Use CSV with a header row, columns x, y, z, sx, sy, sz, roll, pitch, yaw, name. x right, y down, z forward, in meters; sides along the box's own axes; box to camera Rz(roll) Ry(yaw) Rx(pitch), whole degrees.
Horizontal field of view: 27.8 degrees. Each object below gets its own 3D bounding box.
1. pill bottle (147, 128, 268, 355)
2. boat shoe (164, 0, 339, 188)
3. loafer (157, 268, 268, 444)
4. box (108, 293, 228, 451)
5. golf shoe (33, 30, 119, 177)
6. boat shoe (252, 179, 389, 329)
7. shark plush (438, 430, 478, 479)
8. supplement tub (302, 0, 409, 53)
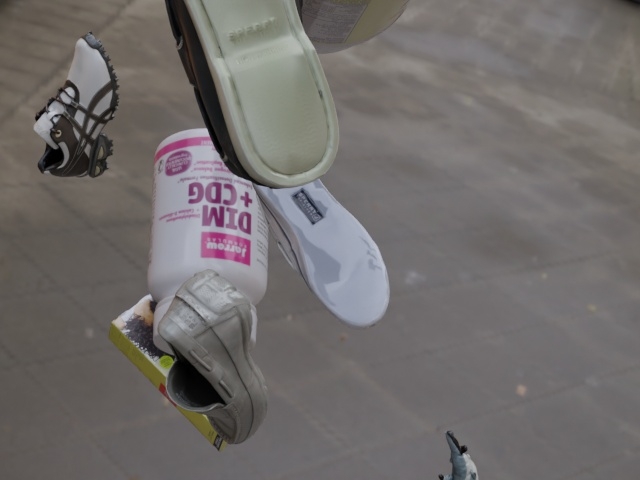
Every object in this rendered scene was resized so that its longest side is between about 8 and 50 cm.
x,y,z,sx,sy,sz,roll,pitch,yaw,name
-0.150,0.007,1.739,0.160,0.160,0.283,9,64,-19,pill bottle
-0.073,-0.205,1.073,0.127,0.340,0.113,-19,3,-23,boat shoe
-0.134,0.157,1.526,0.112,0.319,0.111,36,64,28,loafer
-0.190,0.182,1.818,0.232,0.058,0.087,43,58,11,box
-0.302,-0.158,1.580,0.094,0.198,0.077,-14,39,-32,golf shoe
0.000,0.000,1.525,0.095,0.084,0.258,-24,68,-11,boat shoe
0.228,0.394,2.140,0.067,0.161,0.073,-13,31,-7,shark plush
0.021,-0.364,1.535,0.236,0.235,0.325,14,-11,-7,supplement tub
